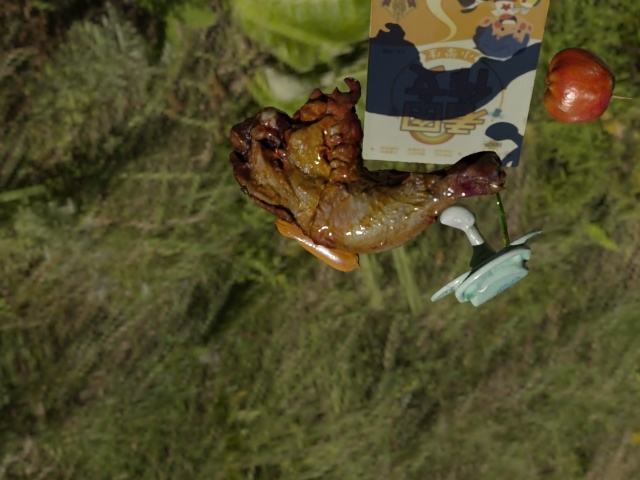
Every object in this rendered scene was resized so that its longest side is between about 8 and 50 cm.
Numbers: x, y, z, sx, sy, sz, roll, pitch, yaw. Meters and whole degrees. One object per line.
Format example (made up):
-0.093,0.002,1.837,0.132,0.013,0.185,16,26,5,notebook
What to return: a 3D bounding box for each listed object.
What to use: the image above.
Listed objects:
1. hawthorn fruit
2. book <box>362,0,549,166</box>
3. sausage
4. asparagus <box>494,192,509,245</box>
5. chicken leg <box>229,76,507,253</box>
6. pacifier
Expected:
0.425,-0.249,1.949,0.140,0.125,0.125,30,-156,31,hawthorn fruit
0.160,-0.207,1.470,0.208,0.020,0.295,3,137,2,book
0.000,0.000,2.239,0.054,0.183,0.062,-56,180,39,sausage
0.326,-0.068,2.191,0.016,0.162,0.016,-14,176,14,asparagus
0.039,-0.075,1.299,0.323,0.177,0.083,31,-173,27,chicken leg
0.178,0.009,1.367,0.150,0.116,0.127,-33,175,10,pacifier
